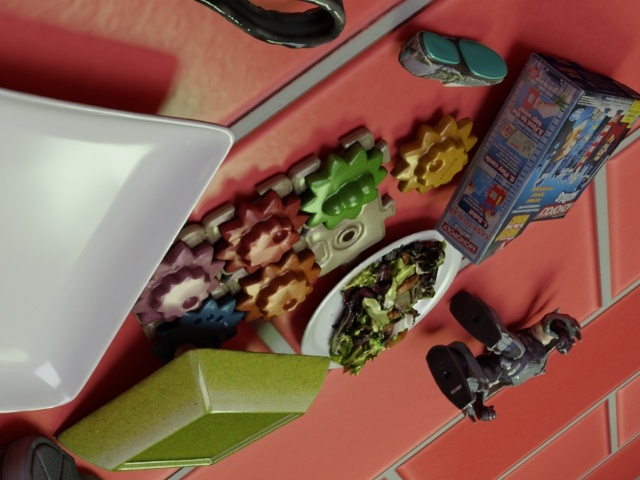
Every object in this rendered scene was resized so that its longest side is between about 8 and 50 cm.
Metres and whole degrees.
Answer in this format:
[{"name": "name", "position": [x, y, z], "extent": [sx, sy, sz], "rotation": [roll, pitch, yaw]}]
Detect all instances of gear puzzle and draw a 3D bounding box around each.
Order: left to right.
[{"name": "gear puzzle", "position": [0.000, 0.000, 0.808], "extent": [0.338, 0.044, 0.175], "rotation": [-31, 147, -12]}]

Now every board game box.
[{"name": "board game box", "position": [0.201, -0.071, 0.890], "extent": [0.194, 0.060, 0.194], "rotation": [-6, 135, -55]}]

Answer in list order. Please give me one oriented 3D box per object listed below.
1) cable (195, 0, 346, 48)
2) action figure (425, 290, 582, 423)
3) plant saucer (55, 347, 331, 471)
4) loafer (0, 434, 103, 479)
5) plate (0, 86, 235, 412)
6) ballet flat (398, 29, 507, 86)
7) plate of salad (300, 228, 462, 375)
[{"name": "cable", "position": [-0.072, -0.172, 0.541], "extent": [0.287, 0.072, 0.139], "rotation": [-5, 153, -25]}, {"name": "action figure", "position": [0.226, 0.149, 1.174], "extent": [0.185, 0.099, 0.285], "rotation": [-52, 149, 12]}, {"name": "plant saucer", "position": [-0.105, 0.160, 0.853], "extent": [0.188, 0.045, 0.188], "rotation": [-34, 153, 29]}, {"name": "loafer", "position": [-0.245, 0.270, 0.874], "extent": [0.095, 0.109, 0.303], "rotation": [-13, 141, 3]}, {"name": "plate", "position": [-0.226, 0.010, 0.597], "extent": [0.277, 0.045, 0.278], "rotation": [4, 129, -48]}, {"name": "ballet flat", "position": [0.101, -0.140, 0.748], "extent": [0.114, 0.041, 0.041], "rotation": [2, 130, -46]}, {"name": "plate of salad", "position": [0.069, 0.069, 0.955], "extent": [0.199, 0.048, 0.200], "rotation": [-27, 148, -18]}]
